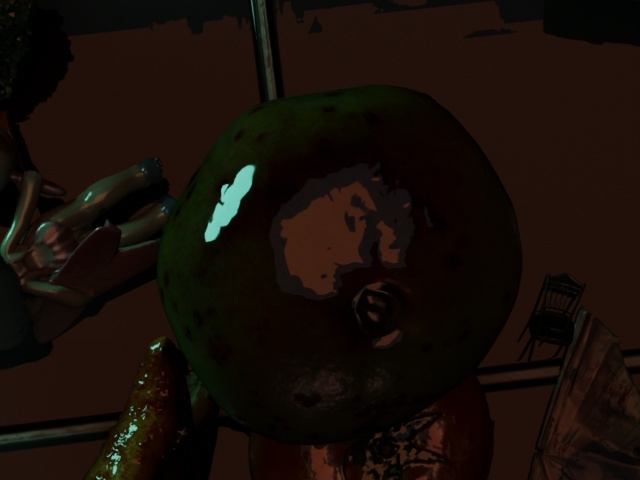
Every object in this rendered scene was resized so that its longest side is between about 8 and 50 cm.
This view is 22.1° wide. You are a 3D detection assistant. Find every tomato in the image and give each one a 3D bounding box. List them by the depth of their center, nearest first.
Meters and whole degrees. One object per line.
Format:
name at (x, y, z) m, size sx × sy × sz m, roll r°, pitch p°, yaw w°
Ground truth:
tomato at (0.049, 0.174, 1.401) m, size 0.225 × 0.085 × 0.225 m, roll 1°, pitch 80°, yaw -4°

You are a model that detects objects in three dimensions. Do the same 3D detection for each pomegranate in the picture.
pomegranate at (0.005, 0.024, 1.311) m, size 0.290 × 0.323 × 0.291 m, roll 2°, pitch 83°, yaw -15°

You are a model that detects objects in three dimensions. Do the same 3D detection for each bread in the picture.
bread at (-0.155, 0.212, 1.365) m, size 0.095 × 0.139 × 0.269 m, roll 8°, pitch 74°, yaw 20°

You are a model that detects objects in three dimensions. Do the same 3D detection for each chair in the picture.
chair at (0.207, 0.072, 1.443) m, size 0.037 × 0.042 × 0.086 m, roll 14°, pitch 46°, yaw 10°

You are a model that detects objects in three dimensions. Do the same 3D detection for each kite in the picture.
kite at (0.300, 0.211, 1.439) m, size 0.314 × 0.011 × 0.335 m, roll -27°, pitch 85°, yaw -5°

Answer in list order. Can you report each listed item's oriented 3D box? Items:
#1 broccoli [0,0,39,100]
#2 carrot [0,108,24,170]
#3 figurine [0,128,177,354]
broccoli at (-0.333, -0.212, 1.409) m, size 0.219 × 0.194 × 0.194 m, roll -7°, pitch 82°, yaw 21°
carrot at (-0.373, -0.060, 1.423) m, size 0.225 × 0.067 × 0.067 m, roll -14°, pitch 83°, yaw -6°
figurine at (-0.243, -0.005, 1.372) m, size 0.260 × 0.103 × 0.205 m, roll -29°, pitch 107°, yaw -18°
